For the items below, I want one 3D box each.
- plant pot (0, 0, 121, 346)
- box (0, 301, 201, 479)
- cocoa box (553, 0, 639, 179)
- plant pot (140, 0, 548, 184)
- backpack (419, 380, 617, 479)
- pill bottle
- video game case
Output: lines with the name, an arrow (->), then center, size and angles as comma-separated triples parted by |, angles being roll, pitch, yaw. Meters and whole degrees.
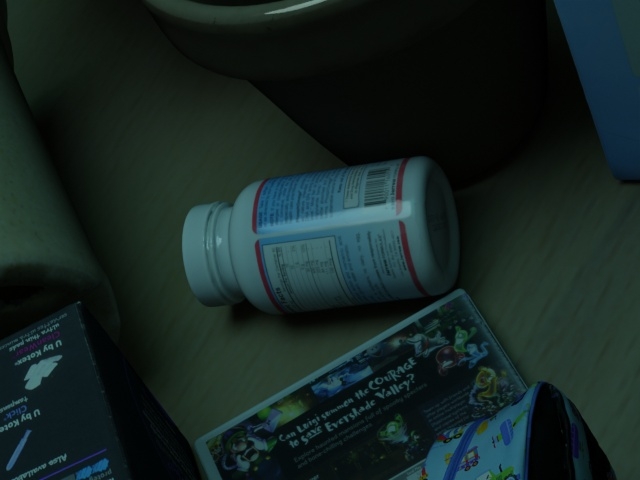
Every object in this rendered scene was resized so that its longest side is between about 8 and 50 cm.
plant pot -> -0.288, -0.011, 1.048 | 0.334, 0.334, 0.305 | -35, 59, -5
box -> -0.128, 0.197, 0.882 | 0.143, 0.165, 0.270 | -27, 47, 2
cocoa box -> 0.252, -0.219, 0.917 | 0.231, 0.347, 0.228 | 1, 56, 25
plant pot -> 0.041, -0.158, 1.039 | 0.263, 0.229, 0.263 | -15, 49, 18
backpack -> 0.088, 0.162, 0.816 | 0.117, 0.158, 0.173 | -9, 57, 24
pill bottle -> 0.000, 0.000, 1.033 | 0.160, 0.087, 0.087 | -7, 52, 19
video game case -> 0.038, 0.135, 0.955 | 0.190, 0.022, 0.173 | -30, 48, 1
